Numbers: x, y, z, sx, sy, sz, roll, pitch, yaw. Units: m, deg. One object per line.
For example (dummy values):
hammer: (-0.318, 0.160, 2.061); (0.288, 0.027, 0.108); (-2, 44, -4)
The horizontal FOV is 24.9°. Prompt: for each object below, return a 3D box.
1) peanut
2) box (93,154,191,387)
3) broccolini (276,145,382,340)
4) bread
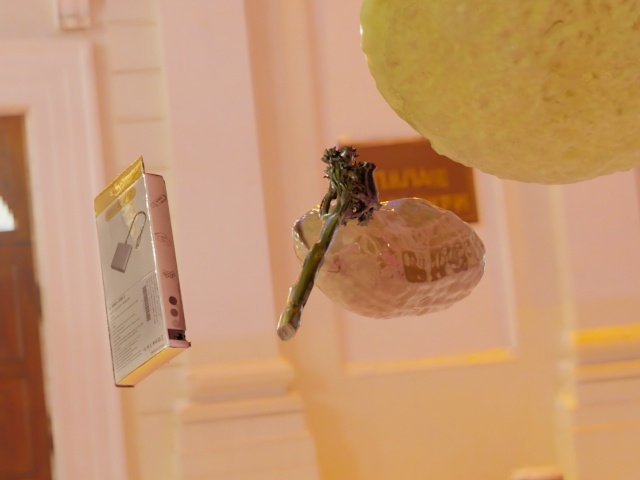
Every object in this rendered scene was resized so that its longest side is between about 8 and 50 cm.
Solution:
peanut: (0.105, 0.025, 2.051); (0.158, 0.174, 0.340); (-8, 0, 39)
box: (-0.212, 0.036, 1.701); (0.033, 0.247, 0.129); (8, -29, -36)
broccolini: (0.000, 0.006, 1.377); (0.071, 0.254, 0.057); (17, -43, 11)
bread: (0.201, -0.258, 1.265); (0.348, 0.308, 0.348); (0, -44, 0)
